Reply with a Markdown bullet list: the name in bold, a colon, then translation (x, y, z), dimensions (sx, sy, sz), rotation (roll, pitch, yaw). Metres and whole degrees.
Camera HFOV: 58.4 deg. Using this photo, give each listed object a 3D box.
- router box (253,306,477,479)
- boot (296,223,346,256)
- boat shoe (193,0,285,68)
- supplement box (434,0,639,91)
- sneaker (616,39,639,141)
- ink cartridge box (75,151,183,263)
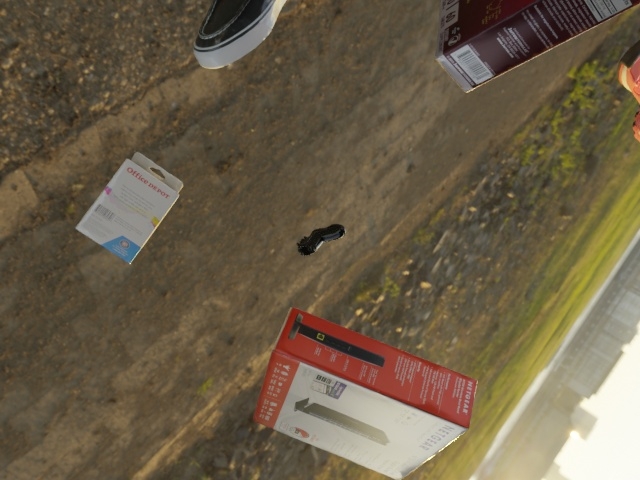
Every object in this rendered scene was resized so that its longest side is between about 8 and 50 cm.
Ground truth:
- **router box**: translation (0.053, 0.271, 0.961), dimensions (0.335, 0.301, 0.082), rotation (107, 5, -54)
- **boot**: translation (0.000, -0.001, 1.561), dimensions (0.099, 0.121, 0.045), rotation (-46, 120, -48)
- **boat shoe**: translation (-0.098, -0.389, 0.840), dimensions (0.306, 0.113, 0.105), rotation (-53, 143, -15)
- **supplement box**: translation (0.251, -0.284, 0.653), dimensions (0.073, 0.239, 0.130), rotation (35, 51, -33)
- **sneaker**: translation (0.553, -0.207, 0.869), dimensions (0.116, 0.136, 0.314), rotation (-35, 143, 18)
- **ink cartridge box**: translation (-0.281, -0.051, 0.865), dimensions (0.143, 0.092, 0.090), rotation (-55, -167, -8)
